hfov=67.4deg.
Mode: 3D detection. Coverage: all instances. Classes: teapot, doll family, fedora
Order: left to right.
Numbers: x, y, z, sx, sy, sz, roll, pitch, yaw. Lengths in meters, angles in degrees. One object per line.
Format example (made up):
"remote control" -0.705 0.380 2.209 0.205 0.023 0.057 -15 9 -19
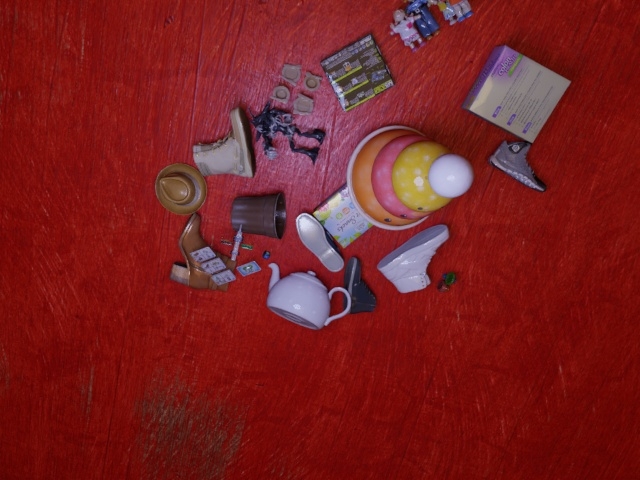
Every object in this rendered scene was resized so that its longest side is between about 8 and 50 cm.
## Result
"fedora" -0.499 -0.180 1.681 0.194 0.079 0.194 0 93 7
"teapot" -0.058 0.202 1.760 0.256 0.252 0.187 36 69 -31
"doll family" 0.337 -0.723 1.490 0.263 0.118 0.163 -26 113 29

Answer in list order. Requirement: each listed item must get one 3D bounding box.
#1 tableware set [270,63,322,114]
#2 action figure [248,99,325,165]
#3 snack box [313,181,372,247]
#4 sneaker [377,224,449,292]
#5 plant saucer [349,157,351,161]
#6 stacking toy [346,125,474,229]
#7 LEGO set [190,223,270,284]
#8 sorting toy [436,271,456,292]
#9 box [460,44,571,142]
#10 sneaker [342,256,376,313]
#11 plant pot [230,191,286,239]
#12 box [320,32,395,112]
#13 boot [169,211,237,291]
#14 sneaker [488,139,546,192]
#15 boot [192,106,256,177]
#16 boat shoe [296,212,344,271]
"tableware set" -0.077 -0.498 1.578 0.141 0.020 0.168 20 81 -5
"action figure" -0.127 -0.358 1.600 0.276 0.141 0.164 20 120 -6
"snack box" 0.106 -0.104 1.712 0.207 0.070 0.174 -38 103 14
"sneaker" 0.374 0.076 1.753 0.292 0.108 0.169 -35 106 22
"plant saucer" 0.191 -0.240 1.692 0.192 0.018 0.067 40 105 -12
"stacking toy" 0.295 -0.188 1.433 0.351 0.480 0.350 -1 96 -11
"LEGO set" -0.305 0.052 1.691 0.244 0.060 0.182 -20 129 17
"sorting toy" 0.480 0.156 1.795 0.042 0.061 0.102 23 136 -20
"box" 0.622 -0.469 1.549 0.243 0.117 0.213 25 108 -7
"sneaker" 0.153 0.168 1.809 0.118 0.083 0.222 1 106 -15
"plant pot" -0.218 -0.089 1.687 0.165 0.167 0.167 3 109 8
"box" 0.122 -0.548 1.577 0.191 0.045 0.184 -27 108 9
"boot" -0.414 0.051 1.767 0.220 0.109 0.283 15 97 -11
"sneaker" 0.700 -0.265 1.634 0.229 0.086 0.132 29 105 -7
"boot" -0.332 -0.323 1.611 0.203 0.095 0.262 1 137 4
"boat shoe" 0.000 0.000 1.746 0.095 0.079 0.254 -39 106 11
